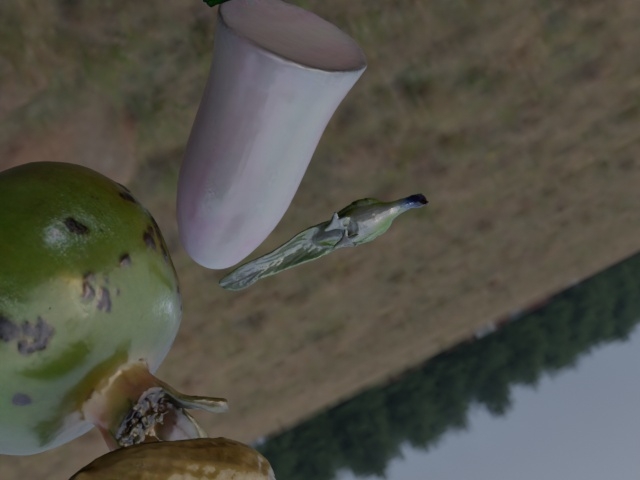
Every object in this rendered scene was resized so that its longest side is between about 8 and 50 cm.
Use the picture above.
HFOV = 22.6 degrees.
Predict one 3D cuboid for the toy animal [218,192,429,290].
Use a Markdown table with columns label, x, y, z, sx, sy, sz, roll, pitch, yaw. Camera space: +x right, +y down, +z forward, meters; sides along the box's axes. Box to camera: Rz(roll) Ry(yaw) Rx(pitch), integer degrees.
| label | x | y | z | sx | sy | sz | roll | pitch | yaw |
| --- | --- | --- | --- | --- | --- | --- | --- | --- | --- |
| toy animal | 0.001 | 0.000 | 1.524 | 0.216 | 0.041 | 0.075 | -25 | -178 | 0 |

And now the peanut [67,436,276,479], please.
| label | x | y | z | sx | sy | sz | roll | pitch | yaw |
| --- | --- | --- | --- | --- | --- | --- | --- | --- | --- |
| peanut | -0.123 | 0.216 | 1.314 | 0.095 | 0.108 | 0.226 | 1 | 176 | 40 |

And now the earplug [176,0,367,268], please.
| label | x | y | z | sx | sy | sz | roll | pitch | yaw |
| --- | --- | --- | --- | --- | --- | --- | --- | --- | --- |
| earplug | -0.083 | -0.101 | 1.789 | 0.172 | 0.172 | 0.301 | -19 | 139 | -54 |

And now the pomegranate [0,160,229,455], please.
| label | x | y | z | sx | sy | sz | roll | pitch | yaw |
| --- | --- | --- | --- | --- | --- | --- | --- | --- | --- |
| pomegranate | -0.252 | 0.085 | 1.488 | 0.290 | 0.323 | 0.291 | -22 | 137 | -22 |

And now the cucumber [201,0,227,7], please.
| label | x | y | z | sx | sy | sz | roll | pitch | yaw |
| --- | --- | --- | --- | --- | --- | --- | --- | --- | --- |
| cucumber | -0.094 | -0.336 | 1.655 | 0.130 | 0.191 | 0.191 | -16 | 178 | 19 |
